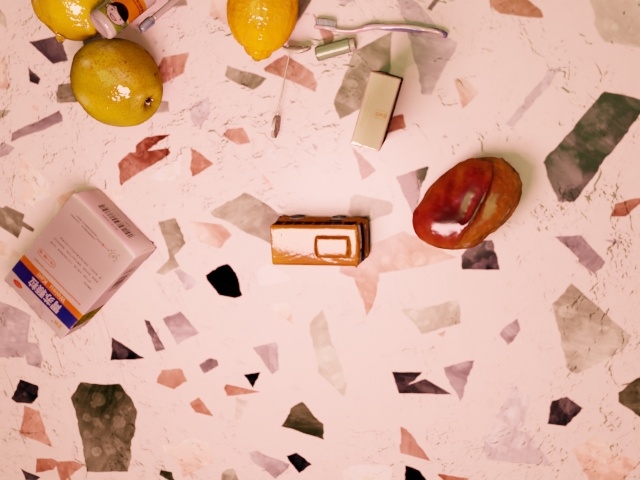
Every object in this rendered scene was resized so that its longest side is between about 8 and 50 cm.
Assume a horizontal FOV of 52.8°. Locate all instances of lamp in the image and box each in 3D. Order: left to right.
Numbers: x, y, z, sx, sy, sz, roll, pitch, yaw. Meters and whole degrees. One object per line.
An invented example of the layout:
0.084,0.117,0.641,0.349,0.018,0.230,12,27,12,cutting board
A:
-0.066,-0.307,1.338,0.056,0.050,0.198,14,106,7,lamp

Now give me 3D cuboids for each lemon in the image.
-0.504,-0.509,1.322,0.174,0.173,0.206,-6,88,14,lemon
-0.116,-0.447,1.269,0.142,0.142,0.187,13,112,9,lemon

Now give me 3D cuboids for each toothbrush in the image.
0.118,-0.423,1.285,0.269,0.021,0.027,7,110,10,toothbrush

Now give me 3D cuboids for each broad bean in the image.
0.291,-0.071,1.283,0.228,0.122,0.156,-40,67,12,broad bean

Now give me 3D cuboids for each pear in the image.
-0.424,-0.326,1.338,0.198,0.198,0.198,3,104,12,pear

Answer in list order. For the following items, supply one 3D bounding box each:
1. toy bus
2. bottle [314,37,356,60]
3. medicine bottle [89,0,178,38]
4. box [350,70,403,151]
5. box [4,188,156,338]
0.000,0.000,1.365,0.201,0.114,0.098,1,104,12,toy bus
0.031,-0.389,1.308,0.083,0.030,0.030,-12,101,14,bottle
-0.353,-0.485,1.301,0.092,0.061,0.220,46,71,-13,medicine bottle
0.111,-0.252,1.234,0.058,0.201,0.141,17,108,4,box
-0.562,0.053,1.503,0.200,0.106,0.299,46,107,1,box
